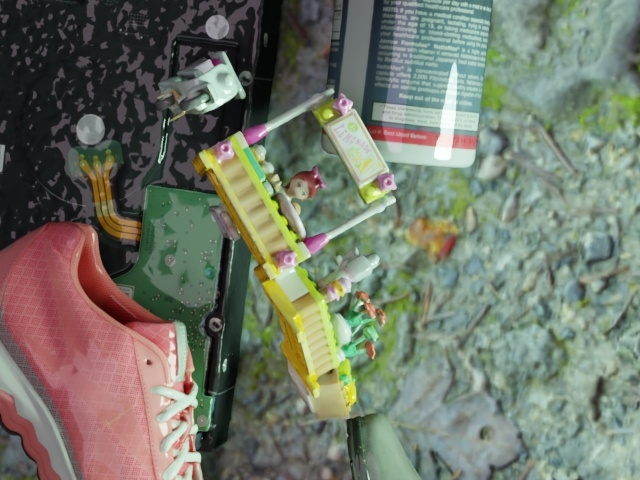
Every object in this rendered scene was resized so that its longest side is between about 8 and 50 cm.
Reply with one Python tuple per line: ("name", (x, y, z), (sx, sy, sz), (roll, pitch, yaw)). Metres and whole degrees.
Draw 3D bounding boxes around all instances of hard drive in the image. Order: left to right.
("hard drive", (-0.163, -0.030, 1.331), (0.237, 0.064, 0.339), (8, 94, 13))

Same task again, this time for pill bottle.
("pill bottle", (0.062, -0.144, 1.249), (0.108, 0.108, 0.180), (7, 95, 13))

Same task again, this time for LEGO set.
("LEGO set", (0.000, 0.000, 1.228), (0.107, 0.132, 0.287), (-30, 114, -10))

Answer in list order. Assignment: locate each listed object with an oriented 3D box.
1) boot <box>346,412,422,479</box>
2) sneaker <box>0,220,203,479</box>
("boot", (0.127, 0.210, 1.277), (0.161, 0.083, 0.246), (-24, 93, 7))
("sneaker", (-0.131, 0.122, 1.242), (0.136, 0.116, 0.314), (-38, 85, 11))
